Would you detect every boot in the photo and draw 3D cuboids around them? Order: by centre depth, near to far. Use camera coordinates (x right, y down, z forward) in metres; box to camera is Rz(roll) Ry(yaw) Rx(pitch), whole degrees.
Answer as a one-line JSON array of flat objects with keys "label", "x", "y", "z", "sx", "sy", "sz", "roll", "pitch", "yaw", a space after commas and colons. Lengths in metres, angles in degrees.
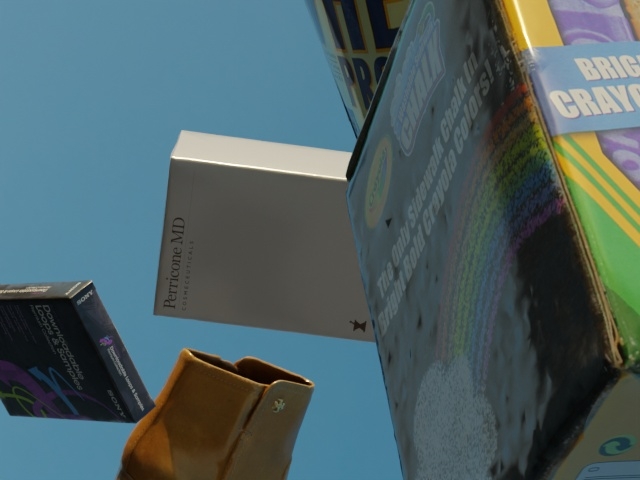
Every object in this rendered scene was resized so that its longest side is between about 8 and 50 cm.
[{"label": "boot", "x": -0.053, "y": 0.224, "z": 1.379, "sx": 0.104, "sy": 0.295, "sz": 0.211, "roll": 33, "pitch": -86, "yaw": 51}]

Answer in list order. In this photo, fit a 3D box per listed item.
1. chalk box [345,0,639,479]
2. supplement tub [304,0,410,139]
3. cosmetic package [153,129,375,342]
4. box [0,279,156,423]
[{"label": "chalk box", "x": 0.124, "y": -0.016, "z": 0.587, "sx": 0.180, "sy": 0.179, "sz": 0.289, "roll": 111, "pitch": -23, "yaw": -47}, {"label": "supplement tub", "x": 0.087, "y": -0.209, "z": 0.846, "sx": 0.235, "sy": 0.235, "sz": 0.325, "roll": -1, "pitch": -61, "yaw": 45}, {"label": "cosmetic package", "x": 0.000, "y": 0.000, "z": 1.747, "sx": 0.155, "sy": 0.365, "sz": 0.197, "roll": -98, "pitch": -166, "yaw": -74}, {"label": "box", "x": -0.210, "y": 0.087, "z": 1.171, "sx": 0.162, "sy": 0.029, "sz": 0.116, "roll": -5, "pitch": -62, "yaw": 42}]
